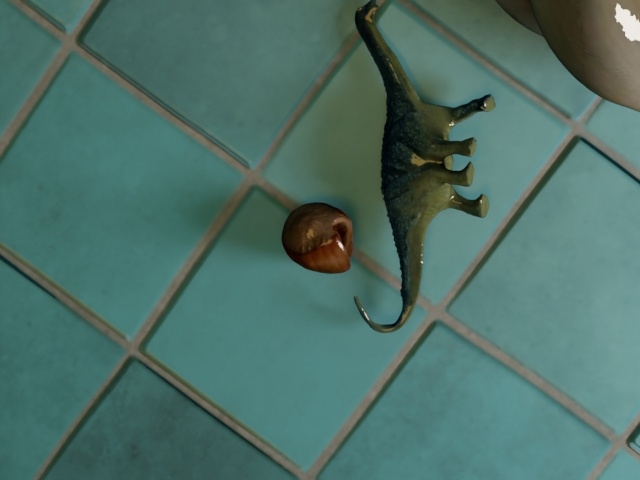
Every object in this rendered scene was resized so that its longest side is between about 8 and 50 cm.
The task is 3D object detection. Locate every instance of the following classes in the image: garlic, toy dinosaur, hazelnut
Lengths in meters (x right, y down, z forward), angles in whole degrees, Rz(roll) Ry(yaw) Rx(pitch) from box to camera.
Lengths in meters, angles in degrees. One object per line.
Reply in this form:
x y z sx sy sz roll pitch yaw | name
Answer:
0.282 -0.277 1.795 0.246 0.231 0.340 -38 118 -27 | garlic
0.110 -0.077 1.890 0.147 0.076 0.363 2 101 27 | toy dinosaur
0.000 0.000 1.916 0.086 0.086 0.086 2 101 8 | hazelnut
